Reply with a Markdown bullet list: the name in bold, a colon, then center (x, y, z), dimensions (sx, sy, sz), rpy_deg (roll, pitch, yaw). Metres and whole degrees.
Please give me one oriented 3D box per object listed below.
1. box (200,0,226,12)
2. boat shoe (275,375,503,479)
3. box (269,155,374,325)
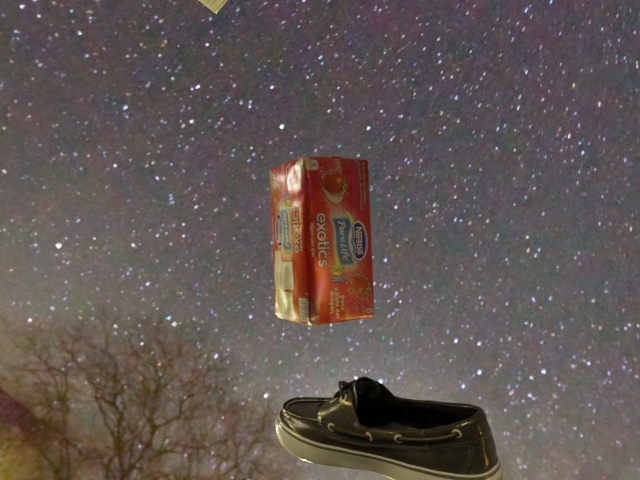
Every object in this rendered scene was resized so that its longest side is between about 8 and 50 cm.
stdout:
- **box**: center (-0.095, -0.299, 0.472), dimensions (0.087, 0.101, 0.102), rpy_deg (32, -32, -25)
- **boat shoe**: center (0.045, 0.159, 0.448), dimensions (0.228, 0.080, 0.076), rpy_deg (-2, -82, 45)
- **box**: center (0.000, 0.000, 0.820), dimensions (0.128, 0.122, 0.257), rpy_deg (-4, -92, 60)
